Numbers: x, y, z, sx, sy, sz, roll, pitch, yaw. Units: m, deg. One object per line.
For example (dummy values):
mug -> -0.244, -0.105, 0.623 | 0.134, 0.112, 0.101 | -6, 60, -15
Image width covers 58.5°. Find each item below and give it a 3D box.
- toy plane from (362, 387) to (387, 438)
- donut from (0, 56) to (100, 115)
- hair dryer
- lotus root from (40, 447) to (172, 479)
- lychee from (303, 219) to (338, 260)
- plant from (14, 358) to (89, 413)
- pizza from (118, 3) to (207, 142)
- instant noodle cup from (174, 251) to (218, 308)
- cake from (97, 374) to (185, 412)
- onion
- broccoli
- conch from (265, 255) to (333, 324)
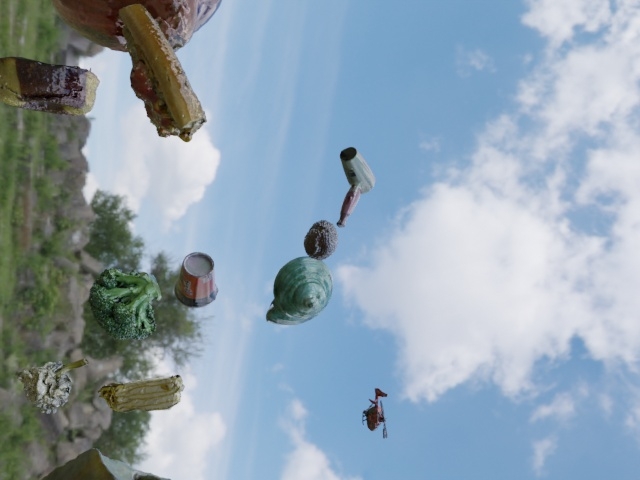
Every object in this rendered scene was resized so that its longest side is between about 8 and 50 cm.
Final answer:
toy plane -> 0.137, 0.419, 1.394 | 0.060, 0.037, 0.145 | 20, -59, 37
donut -> -0.392, -0.218, 0.818 | 0.140, 0.141, 0.059 | 5, -88, 60
hair dryer -> 0.061, -0.094, 1.123 | 0.054, 0.106, 0.154 | 2, -116, 26
lotus root -> -0.252, 0.358, 0.581 | 0.314, 0.142, 0.210 | -50, -133, 8
lychee -> 0.000, 0.000, 1.063 | 0.067, 0.083, 0.068 | -7, -54, 34
plant -> -0.493, 0.249, 1.056 | 0.117, 0.122, 0.104 | 23, -35, 49
pizza -> -0.208, -0.183, 0.741 | 0.188, 0.062, 0.199 | 61, -16, 14
instant noodle cup -> -0.350, 0.106, 1.619 | 0.135, 0.127, 0.127 | 110, -34, -50
cake -> -0.373, 0.334, 1.232 | 0.116, 0.185, 0.079 | 83, -4, -76
onion -> -0.332, -0.504, 1.008 | 0.354, 0.354, 0.353 | -1, -92, 60
broccoli -> -0.445, 0.142, 1.322 | 0.195, 0.156, 0.195 | 58, -5, 9
conch -> -0.048, 0.130, 1.364 | 0.196, 0.134, 0.202 | -63, 174, -3
